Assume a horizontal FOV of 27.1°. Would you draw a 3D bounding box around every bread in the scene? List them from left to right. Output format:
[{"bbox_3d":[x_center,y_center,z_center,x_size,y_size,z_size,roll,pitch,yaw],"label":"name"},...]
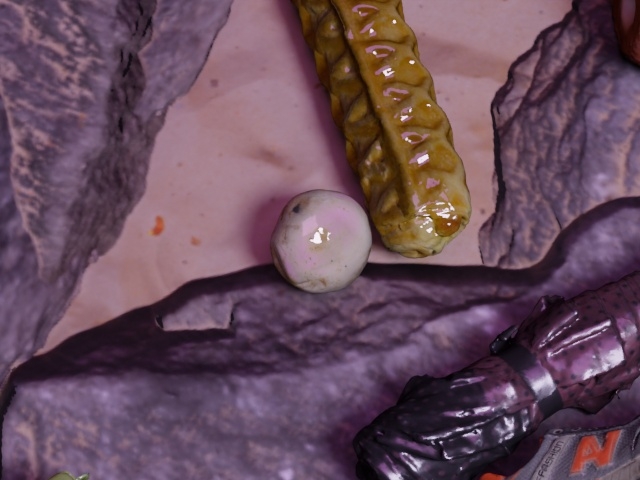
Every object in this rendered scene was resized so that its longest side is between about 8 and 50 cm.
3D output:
[{"bbox_3d":[0.037,-0.152,1.105,0.077,0.084,0.367,10,54,-46],"label":"bread"}]

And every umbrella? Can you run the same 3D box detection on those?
[{"bbox_3d":[0.170,0.093,0.994,0.326,0.090,0.094,-31,67,-14],"label":"umbrella"}]

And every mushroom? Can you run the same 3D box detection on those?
[{"bbox_3d":[0.000,0.000,1.044,0.084,0.067,0.083,-3,99,-19],"label":"mushroom"}]

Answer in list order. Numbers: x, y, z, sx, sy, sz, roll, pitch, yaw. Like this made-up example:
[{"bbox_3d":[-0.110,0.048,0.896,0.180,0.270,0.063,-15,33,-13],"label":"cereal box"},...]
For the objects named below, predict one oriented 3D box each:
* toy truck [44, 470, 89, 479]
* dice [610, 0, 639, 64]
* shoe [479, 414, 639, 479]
[{"bbox_3d":[-0.152,0.248,0.906,0.085,0.116,0.191,-32,71,-15],"label":"toy truck"},{"bbox_3d":[0.341,-0.240,1.097,0.174,0.179,0.175,0,62,0],"label":"dice"},{"bbox_3d":[0.196,0.156,0.936,0.194,0.074,0.077,-35,63,3],"label":"shoe"}]
